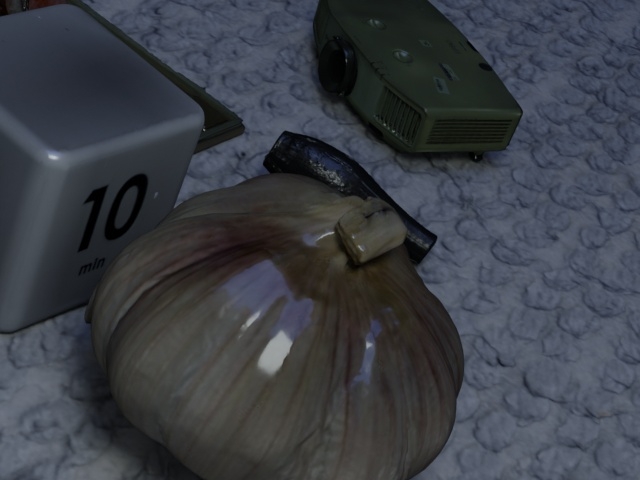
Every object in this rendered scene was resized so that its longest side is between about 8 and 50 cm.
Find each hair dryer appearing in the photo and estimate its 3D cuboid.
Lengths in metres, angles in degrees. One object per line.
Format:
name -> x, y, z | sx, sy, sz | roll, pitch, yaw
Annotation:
hair dryer -> 0.000, 0.000, 1.615 | 0.195, 0.075, 0.219 | 35, 44, 1

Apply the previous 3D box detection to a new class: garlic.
garlic -> -0.032, 0.086, 1.331 | 0.322, 0.241, 0.322 | 1, 47, -1

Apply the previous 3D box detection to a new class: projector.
projector -> 0.093, -0.197, 1.900 | 0.193, 0.088, 0.269 | -2, 40, -31

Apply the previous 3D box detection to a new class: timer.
timer -> -0.247, -0.068, 1.421 | 0.194, 0.195, 0.192 | 41, 37, 23

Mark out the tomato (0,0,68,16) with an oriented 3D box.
tomato -> -0.332, -0.209, 1.565 | 0.181, 0.214, 0.155 | 45, 24, 7

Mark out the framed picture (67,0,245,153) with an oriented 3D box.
framed picture -> -0.261, -0.176, 1.720 | 0.315, 0.024, 0.232 | 37, 36, 21
